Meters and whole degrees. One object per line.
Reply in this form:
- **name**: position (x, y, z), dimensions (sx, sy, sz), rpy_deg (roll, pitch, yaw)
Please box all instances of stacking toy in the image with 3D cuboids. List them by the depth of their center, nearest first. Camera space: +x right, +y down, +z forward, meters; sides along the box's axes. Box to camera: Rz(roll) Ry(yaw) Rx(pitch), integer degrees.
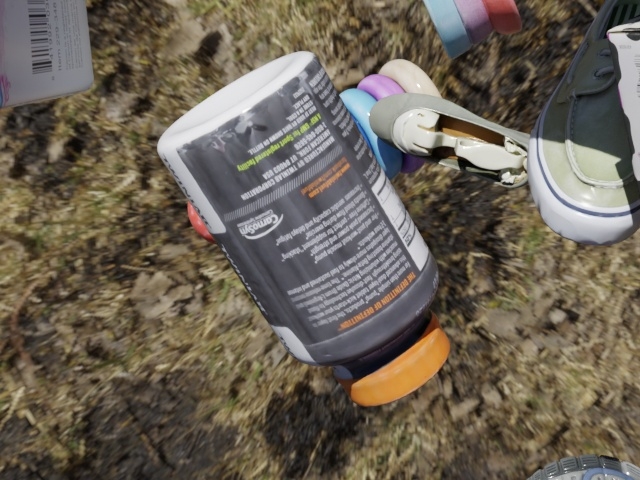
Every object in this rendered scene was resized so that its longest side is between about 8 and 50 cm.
- **stacking toy**: position (0.110, -0.362, 1.257), dimensions (0.130, 0.279, 0.308), rpy_deg (-24, 103, 11)
- **stacking toy**: position (-0.007, -0.089, 1.306), dimensions (0.330, 0.141, 0.141), rpy_deg (-30, 90, -15)

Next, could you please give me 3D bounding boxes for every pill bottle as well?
- **pill bottle**: position (0.000, 0.000, 0.772), dimensions (0.130, 0.130, 0.245), rpy_deg (-30, 106, 3)

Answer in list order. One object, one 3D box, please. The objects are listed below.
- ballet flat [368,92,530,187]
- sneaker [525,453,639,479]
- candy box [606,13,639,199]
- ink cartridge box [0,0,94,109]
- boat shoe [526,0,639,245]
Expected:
- **ballet flat**: position (0.144, -0.112, 1.177), dimensions (0.213, 0.068, 0.072), rpy_deg (19, 111, 18)
- **sneaker**: position (0.351, 0.308, 1.165), dimensions (0.297, 0.129, 0.111), rpy_deg (7, 54, -6)
- **candy box**: position (0.292, -0.060, 0.736), dimensions (0.159, 0.071, 0.233), rpy_deg (-28, 113, -27)
- **ink cartridge box**: position (-0.250, -0.183, 0.619), dimensions (0.131, 0.306, 0.226), rpy_deg (0, 101, 10)
- **boat shoe**: position (0.236, -0.125, 0.873), dimensions (0.109, 0.094, 0.302), rpy_deg (14, 48, 10)
